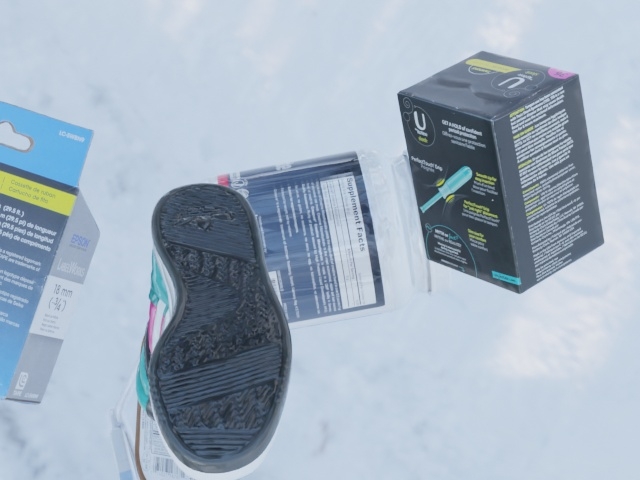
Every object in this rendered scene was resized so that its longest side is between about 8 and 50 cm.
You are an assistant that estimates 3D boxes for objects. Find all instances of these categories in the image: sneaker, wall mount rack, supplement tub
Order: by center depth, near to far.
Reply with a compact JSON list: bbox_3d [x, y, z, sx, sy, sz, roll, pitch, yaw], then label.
[{"bbox_3d":[-0.085,0.113,1.322,0.123,0.178,0.296,-4,41,-3],"label":"sneaker"},{"bbox_3d":[-0.165,0.244,1.896,0.130,0.304,0.350,-18,29,-6],"label":"wall mount rack"},{"bbox_3d":[0.000,0.000,1.947,0.272,0.191,0.191,-10,58,-2],"label":"supplement tub"}]

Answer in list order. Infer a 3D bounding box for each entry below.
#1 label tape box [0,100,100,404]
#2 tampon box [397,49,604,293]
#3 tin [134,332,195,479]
[{"bbox_3d":[-0.402,0.003,2.066,0.240,0.106,0.334,19,88,20],"label":"label tape box"},{"bbox_3d":[0.150,-0.059,1.414,0.101,0.161,0.120,-29,31,-29],"label":"tampon box"},{"bbox_3d":[-0.119,0.150,1.541,0.106,0.040,0.190,3,91,35],"label":"tin"}]
